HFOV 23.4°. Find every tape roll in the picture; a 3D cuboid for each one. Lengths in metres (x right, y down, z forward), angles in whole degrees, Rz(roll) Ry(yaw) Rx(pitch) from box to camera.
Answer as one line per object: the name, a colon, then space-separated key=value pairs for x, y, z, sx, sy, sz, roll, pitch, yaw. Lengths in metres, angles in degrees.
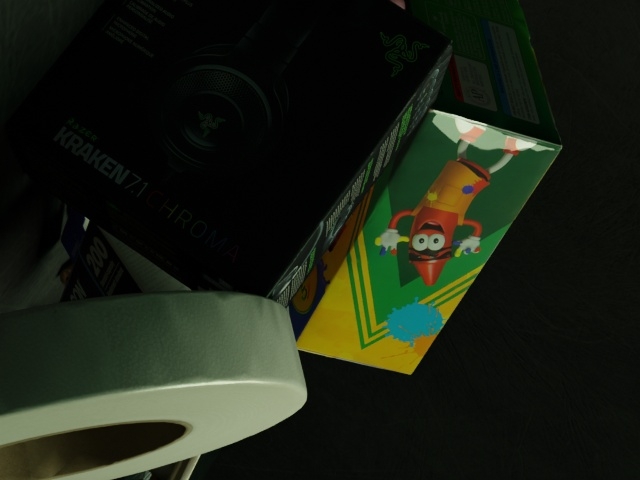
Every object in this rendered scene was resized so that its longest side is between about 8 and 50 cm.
tape roll: x=-0.204 y=0.128 z=1.154 sx=0.392 sy=0.072 sz=0.392 roll=-13 pitch=166 yaw=-3

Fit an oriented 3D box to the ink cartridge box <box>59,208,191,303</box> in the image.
ink cartridge box: x=-0.182 y=0.049 z=1.396 sx=0.045 sy=0.208 sz=0.206 roll=-27 pitch=166 yaw=-28

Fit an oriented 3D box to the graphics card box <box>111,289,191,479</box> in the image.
graphics card box: x=-0.232 y=0.182 z=1.921 sx=0.233 sy=0.094 sz=0.371 roll=-50 pitch=162 yaw=-35

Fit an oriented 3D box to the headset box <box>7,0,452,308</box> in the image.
headset box: x=-0.063 y=-0.111 z=1.254 sx=0.283 sy=0.246 sz=0.131 roll=-53 pitch=173 yaw=-15

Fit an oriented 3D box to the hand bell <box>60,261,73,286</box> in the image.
hand bell: x=-0.198 y=0.015 z=1.679 sx=0.242 sy=0.126 sz=0.126 roll=-24 pitch=149 yaw=-56

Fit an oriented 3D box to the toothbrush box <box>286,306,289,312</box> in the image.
toothbrush box: x=0.000 y=0.000 z=2.351 sx=0.295 sy=0.126 sz=0.216 roll=-17 pitch=-150 yaw=51

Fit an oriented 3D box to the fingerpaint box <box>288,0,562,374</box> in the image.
fingerpaint box: x=0.087 y=-0.136 z=1.803 sx=0.444 sy=0.163 sz=0.371 roll=-95 pitch=-153 yaw=-46

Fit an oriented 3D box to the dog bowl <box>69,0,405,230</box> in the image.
dog bowl: x=-0.068 y=-0.137 z=1.540 sx=0.408 sy=0.150 sz=0.408 roll=-55 pitch=174 yaw=-9

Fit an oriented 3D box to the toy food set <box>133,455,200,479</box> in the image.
toy food set: x=-0.168 y=0.204 z=1.815 sx=0.306 sy=0.092 sz=0.220 roll=-63 pitch=-179 yaw=-4
